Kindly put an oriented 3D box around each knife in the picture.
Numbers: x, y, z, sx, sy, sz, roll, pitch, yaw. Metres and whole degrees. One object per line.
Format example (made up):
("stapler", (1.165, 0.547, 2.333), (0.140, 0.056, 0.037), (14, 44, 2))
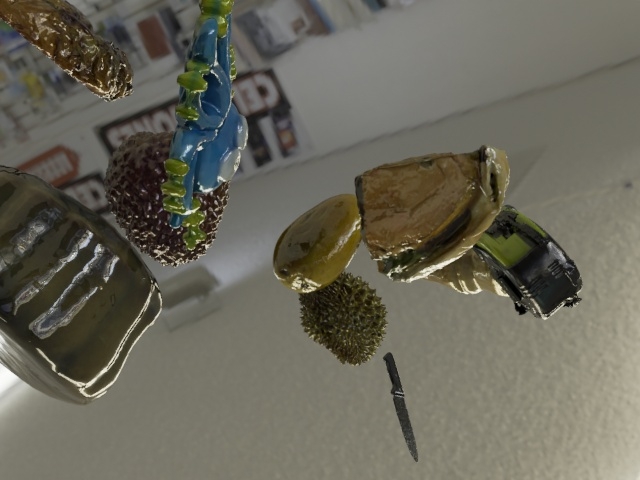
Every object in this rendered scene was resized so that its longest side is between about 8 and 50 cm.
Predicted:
("knife", (0.117, 0.241, 1.634), (0.023, 0.170, 0.010), (1, 151, -30))

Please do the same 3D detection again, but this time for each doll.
("doll", (-0.148, -0.185, 1.573), (0.099, 0.341, 0.346), (11, -120, -1))

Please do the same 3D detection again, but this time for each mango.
("mango", (0.000, 0.000, 1.894), (0.137, 0.098, 0.195), (30, -96, 48))

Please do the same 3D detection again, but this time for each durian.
("durian", (0.028, 0.119, 1.995), (0.146, 0.208, 0.102), (-53, 172, -6))

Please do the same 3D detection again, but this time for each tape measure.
("tape measure", (0.322, 0.036, 1.777), (0.112, 0.199, 0.186), (-42, -170, -2))

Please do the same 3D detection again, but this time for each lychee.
("lychee", (-0.286, -0.081, 2.143), (0.271, 0.271, 0.271), (-25, -164, 8))

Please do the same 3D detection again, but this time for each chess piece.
("chess piece", (0.252, 0.047, 2.127), (0.301, 0.137, 0.137), (-3, -153, 34))

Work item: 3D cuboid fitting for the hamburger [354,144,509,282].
("hamburger", (0.164, -0.039, 1.455), (0.208, 0.155, 0.135), (-20, 165, 31))

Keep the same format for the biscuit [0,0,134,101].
("biscuit", (-0.397, -0.319, 1.675), (0.081, 0.289, 0.334), (-51, 170, 3))

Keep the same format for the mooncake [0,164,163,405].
("mooncake", (-0.315, 0.043, 1.233), (0.161, 0.290, 0.290), (-53, -155, -21))
